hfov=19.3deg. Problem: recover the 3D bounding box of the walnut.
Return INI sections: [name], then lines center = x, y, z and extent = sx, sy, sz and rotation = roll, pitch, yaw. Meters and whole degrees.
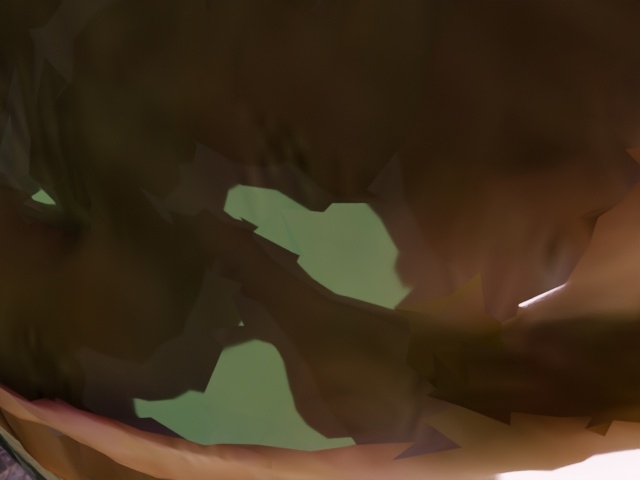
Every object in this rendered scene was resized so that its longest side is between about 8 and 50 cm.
[walnut]
center = 0.022, -0.048, 0.493
extent = 0.344, 0.306, 0.306
rotation = 20, 152, 31
